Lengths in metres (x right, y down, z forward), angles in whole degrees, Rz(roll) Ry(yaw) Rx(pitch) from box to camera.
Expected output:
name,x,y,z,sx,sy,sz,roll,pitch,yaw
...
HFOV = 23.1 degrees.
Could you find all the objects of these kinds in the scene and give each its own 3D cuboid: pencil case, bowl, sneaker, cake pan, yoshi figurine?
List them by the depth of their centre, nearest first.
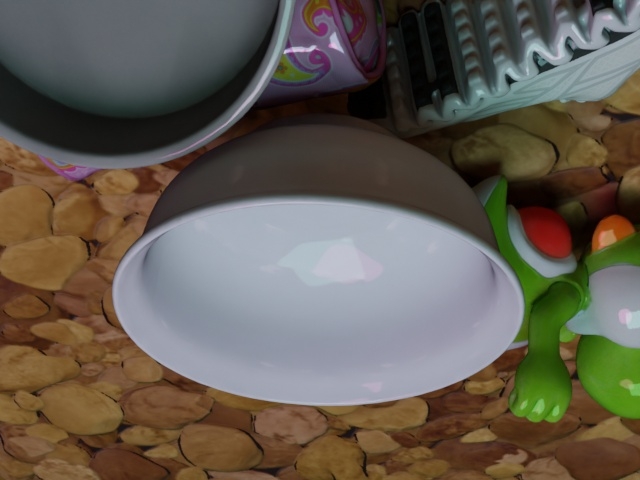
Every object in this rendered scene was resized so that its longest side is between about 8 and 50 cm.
name,x,y,z,sx,sy,sz,roll,pitch,yaw
cake pan,-0.152,-0.193,1.052,0.293,0.054,0.293,5,114,12
bowl,0.000,0.000,1.160,0.298,0.134,0.298,1,147,1
sneaker,0.155,-0.135,1.161,0.292,0.110,0.118,-20,144,27
pencil case,-0.094,-0.135,1.164,0.284,0.124,0.124,-15,138,22
yoshi figurine,0.192,0.078,1.364,0.362,0.203,0.203,4,157,-5
